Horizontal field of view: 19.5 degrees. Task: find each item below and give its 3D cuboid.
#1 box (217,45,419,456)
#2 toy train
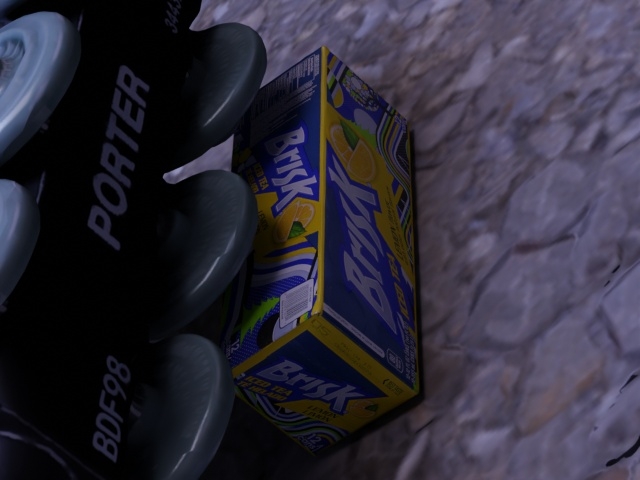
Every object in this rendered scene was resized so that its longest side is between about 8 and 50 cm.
[{"bbox_3d":[0.000,0.000,0.741,0.054,0.059,0.169,-34,32,27],"label":"box"},{"bbox_3d":[-0.128,0.001,0.703,0.190,0.142,0.334,-29,37,29],"label":"toy train"}]
